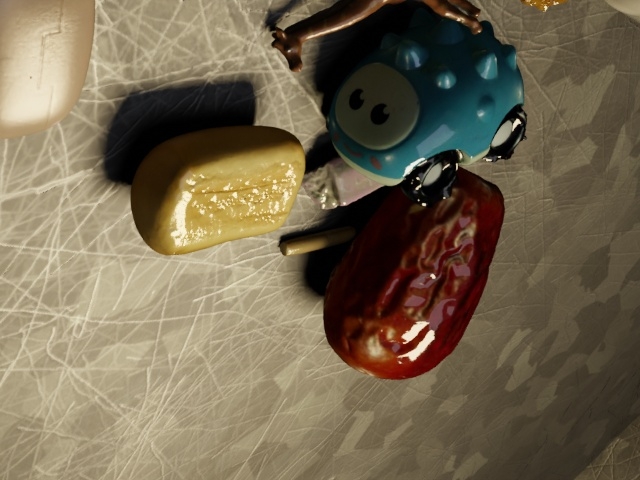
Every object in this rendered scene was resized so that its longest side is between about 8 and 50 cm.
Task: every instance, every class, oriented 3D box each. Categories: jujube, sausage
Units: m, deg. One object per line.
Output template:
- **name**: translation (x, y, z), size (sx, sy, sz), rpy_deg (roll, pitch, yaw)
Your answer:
- **jujube**: translation (0.133, 0.042, 1.756), size (0.223, 0.223, 0.318), rpy_deg (17, 102, -55)
- **sausage**: translation (0.000, 0.000, 1.716), size (0.132, 0.024, 0.024), rpy_deg (-13, 135, -40)

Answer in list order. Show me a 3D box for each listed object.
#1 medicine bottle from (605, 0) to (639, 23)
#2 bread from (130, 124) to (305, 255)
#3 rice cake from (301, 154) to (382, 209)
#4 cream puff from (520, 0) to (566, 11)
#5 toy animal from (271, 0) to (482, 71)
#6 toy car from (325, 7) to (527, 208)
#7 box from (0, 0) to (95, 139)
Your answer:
- **medicine bottle**: translation (0.475, -0.375, 1.736), size (0.289, 0.157, 0.157), rpy_deg (10, 118, -53)
- **bread**: translation (-0.121, -0.067, 1.436), size (0.217, 0.098, 0.147), rpy_deg (-11, 132, -46)
- **rice cake**: translation (0.133, -0.135, 1.675), size (0.365, 0.056, 0.072), rpy_deg (-26, 101, -28)
- **cream puff**: translation (0.303, -0.369, 1.583), size (0.150, 0.115, 0.165), rpy_deg (-9, 131, -40)
- **toy animal**: translation (0.074, -0.278, 1.431), size (0.230, 0.066, 0.224), rpy_deg (14, 88, -10)
- **toy car**: translation (0.131, -0.180, 1.524), size (0.255, 0.188, 0.190), rpy_deg (-31, 140, -23)
- **box**: translation (-0.277, -0.184, 1.140), size (0.146, 0.088, 0.200), rpy_deg (-19, 139, -38)
